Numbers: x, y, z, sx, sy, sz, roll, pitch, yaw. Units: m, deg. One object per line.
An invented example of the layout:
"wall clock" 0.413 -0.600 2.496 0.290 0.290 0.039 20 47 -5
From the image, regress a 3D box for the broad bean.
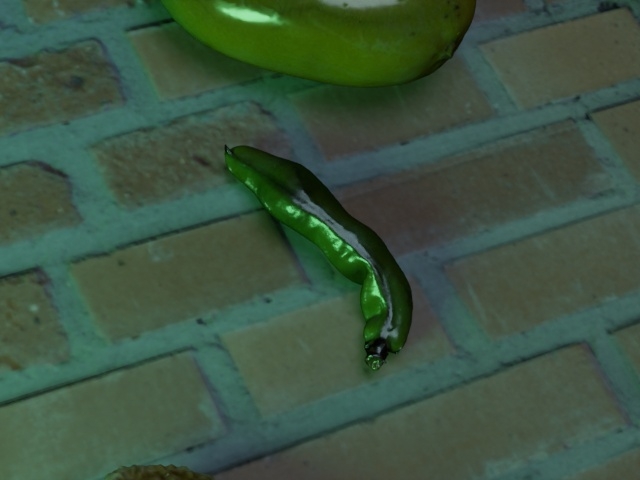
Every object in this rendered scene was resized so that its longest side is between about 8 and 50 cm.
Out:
"broad bean" 0.008 -0.001 1.127 0.061 0.046 0.195 -23 69 -31

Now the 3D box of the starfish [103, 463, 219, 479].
"starfish" -0.005 0.325 0.898 0.324 0.082 0.432 8 59 -16

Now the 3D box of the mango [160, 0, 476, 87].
"mango" -0.009 -0.192 1.201 0.251 0.114 0.156 9 63 -12
